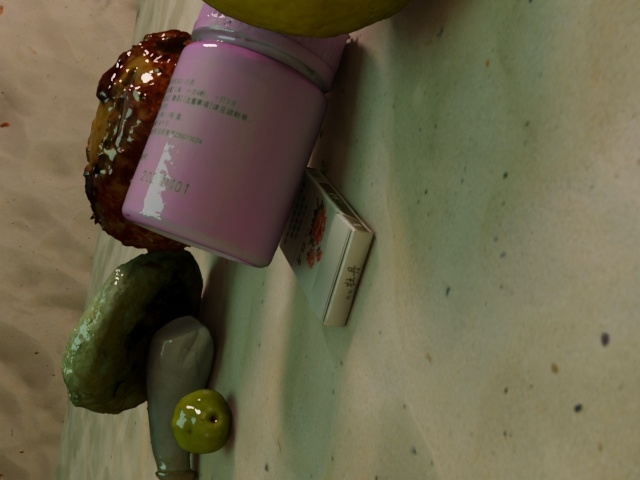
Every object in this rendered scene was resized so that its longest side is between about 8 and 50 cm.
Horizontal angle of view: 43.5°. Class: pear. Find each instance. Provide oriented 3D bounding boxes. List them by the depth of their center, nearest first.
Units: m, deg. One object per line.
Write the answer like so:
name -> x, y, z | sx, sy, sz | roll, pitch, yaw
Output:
pear -> -0.171, 0.258, 1.133 | 0.097, 0.092, 0.092 | 130, 143, -51

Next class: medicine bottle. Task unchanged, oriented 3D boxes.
medicine bottle -> -0.093, -0.130, 0.905 | 0.178, 0.178, 0.290 | 3, 73, 68

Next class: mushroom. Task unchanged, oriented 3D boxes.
mushroom -> -0.226, 0.253, 1.267 | 0.118, 0.103, 0.269 | -150, 62, -65

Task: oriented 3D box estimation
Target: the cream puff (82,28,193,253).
cream puff -> -0.211, -0.139, 1.194 | 0.350, 0.229, 0.350 | 11, -90, -87

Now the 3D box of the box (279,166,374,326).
box -> 0.000, 0.000, 0.881 | 0.198, 0.029, 0.109 | -124, 47, -61

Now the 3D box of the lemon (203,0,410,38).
lemon -> -0.015, -0.308, 0.718 | 0.245, 0.320, 0.245 | -55, -19, -29

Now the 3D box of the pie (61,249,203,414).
pie -> -0.286, 0.148, 1.285 | 0.071, 0.323, 0.323 | 28, 115, 21
